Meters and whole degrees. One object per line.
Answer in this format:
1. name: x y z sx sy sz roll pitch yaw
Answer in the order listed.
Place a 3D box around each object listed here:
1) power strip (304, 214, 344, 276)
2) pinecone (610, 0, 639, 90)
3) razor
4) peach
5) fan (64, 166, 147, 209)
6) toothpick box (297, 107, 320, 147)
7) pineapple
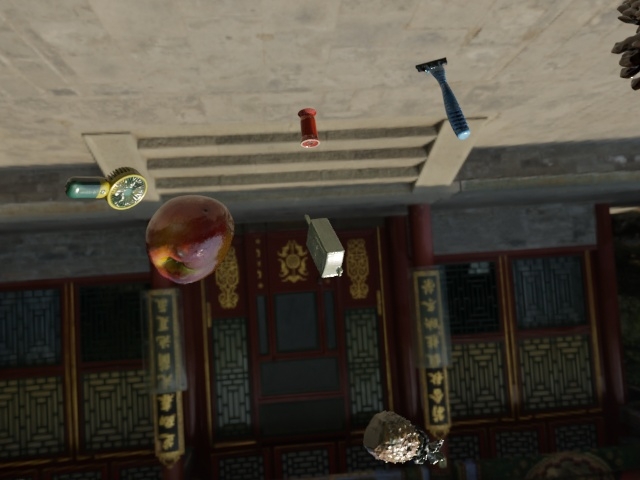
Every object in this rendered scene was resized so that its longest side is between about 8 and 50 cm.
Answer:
1. power strip: 0.000 0.000 1.123 0.042 0.175 0.075 -7 133 -21
2. pinecone: 0.624 -0.321 0.864 0.264 0.264 0.264 -4 177 0
3. razor: 0.300 -0.345 1.263 0.081 0.253 0.042 -14 153 1
4. peach: -0.316 -0.016 1.307 0.199 0.243 0.243 40 159 -19
5. fan: -0.394 -0.100 0.974 0.039 0.082 0.155 43 -155 23
6. toothpick box: -0.027 -0.260 1.218 0.047 0.083 0.047 -5 166 -1
7. pineapple: 0.192 0.451 1.173 0.197 0.108 0.108 28 163 -23
